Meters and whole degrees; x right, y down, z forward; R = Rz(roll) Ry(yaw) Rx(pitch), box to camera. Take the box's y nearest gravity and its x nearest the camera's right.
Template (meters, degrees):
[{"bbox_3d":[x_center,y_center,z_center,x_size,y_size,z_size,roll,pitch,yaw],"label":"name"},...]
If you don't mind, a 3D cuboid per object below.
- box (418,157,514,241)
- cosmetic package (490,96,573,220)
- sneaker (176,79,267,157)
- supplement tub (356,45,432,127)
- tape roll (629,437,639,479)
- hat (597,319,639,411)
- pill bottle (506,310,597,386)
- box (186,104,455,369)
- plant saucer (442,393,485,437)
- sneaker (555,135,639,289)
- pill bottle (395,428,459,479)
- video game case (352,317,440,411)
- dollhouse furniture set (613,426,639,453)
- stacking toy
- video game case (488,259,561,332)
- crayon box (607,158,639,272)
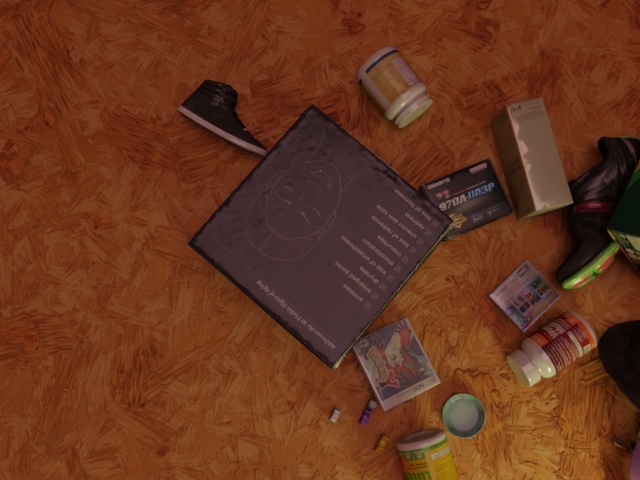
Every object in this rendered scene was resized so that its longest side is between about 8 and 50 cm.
[{"bbox_3d":[0.419,-0.116,1.750,0.220,0.051,0.175,-21,83,-4],"label":"box"},{"bbox_3d":[0.592,-0.226,1.718,0.113,0.160,0.309,-12,81,-2],"label":"cosmetic package"},{"bbox_3d":[-0.255,-0.359,1.743,0.296,0.104,0.147,31,87,8],"label":"sneaker"},{"bbox_3d":[0.213,-0.439,1.747,0.144,0.144,0.199,-36,84,-6],"label":"supplement tub"},{"bbox_3d":[0.948,0.590,1.586,0.275,0.090,0.274,-4,101,-20],"label":"tape roll"},{"bbox_3d":[0.911,0.312,1.582,0.331,0.134,0.331,10,49,-12],"label":"hat"},{"bbox_3d":[0.629,0.297,1.660,0.221,0.121,0.121,-32,84,-6],"label":"pill bottle"},{"bbox_3d":[0.000,0.000,1.601,0.480,0.297,0.472,41,81,4],"label":"box"},{"bbox_3d":[0.393,0.482,1.677,0.119,0.021,0.119,0,82,-2],"label":"plant saucer"},{"bbox_3d":[0.772,-0.079,1.715,0.202,0.185,0.482,24,81,24],"label":"sneaker"},{"bbox_3d":[0.296,0.634,1.595,0.136,0.136,0.245,-16,82,-3],"label":"pill bottle"},{"bbox_3d":[0.205,0.336,1.660,0.183,0.023,0.201,-22,74,-19],"label":"video game case"},{"bbox_3d":[0.872,0.526,1.651,0.091,0.081,0.114,28,82,3],"label":"dollhouse furniture set"},{"bbox_3d":[0.143,0.444,1.667,0.167,0.052,0.221,30,80,1],"label":"stacking toy"},{"bbox_3d":[0.582,0.158,1.731,0.157,0.019,0.143,-42,85,-7],"label":"video game case"},{"bbox_3d":[0.941,-0.070,1.628,0.363,0.106,0.313,35,81,-37],"label":"crayon box"}]
